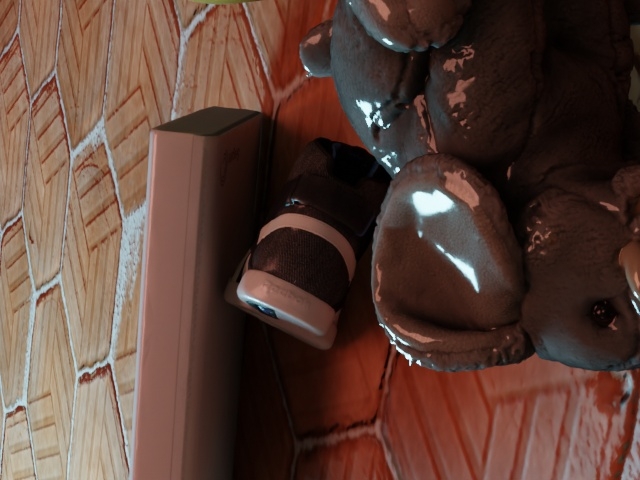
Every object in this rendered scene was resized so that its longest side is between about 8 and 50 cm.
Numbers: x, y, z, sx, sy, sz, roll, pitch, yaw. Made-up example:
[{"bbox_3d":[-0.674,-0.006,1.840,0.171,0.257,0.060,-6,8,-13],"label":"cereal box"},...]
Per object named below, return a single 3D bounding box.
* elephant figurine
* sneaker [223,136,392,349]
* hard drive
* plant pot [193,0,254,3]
[{"bbox_3d":[0.094,-0.014,0.630,0.186,0.169,0.240,25,-132,-84],"label":"elephant figurine"},{"bbox_3d":[0.000,0.000,0.958,0.121,0.079,0.217,-63,4,-6],"label":"sneaker"},{"bbox_3d":[-0.089,0.089,1.067,0.233,0.047,0.353,-58,-27,-80],"label":"hard drive"},{"bbox_3d":[-0.010,-0.241,0.848,0.188,0.205,0.205,7,95,51],"label":"plant pot"}]
